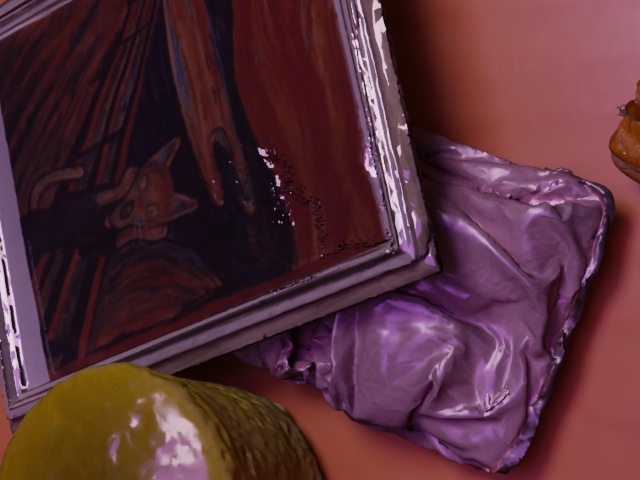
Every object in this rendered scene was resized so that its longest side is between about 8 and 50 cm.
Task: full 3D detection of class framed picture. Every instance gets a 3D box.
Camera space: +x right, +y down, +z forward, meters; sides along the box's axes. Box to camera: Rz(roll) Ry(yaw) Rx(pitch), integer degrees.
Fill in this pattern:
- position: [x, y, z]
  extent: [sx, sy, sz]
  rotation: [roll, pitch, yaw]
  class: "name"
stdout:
- position: [-0.074, -0.047, 0.833]
  extent: [0.273, 0.016, 0.216]
  rotation: [-24, 71, 37]
  class: "framed picture"

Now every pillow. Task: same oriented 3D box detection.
- position: [0.000, 0.000, 0.809]
  extent: [0.248, 0.049, 0.135]
  rotation: [24, 100, 33]
  class: "pillow"

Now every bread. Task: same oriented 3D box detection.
- position: [-0.071, 0.111, 0.796]
  extent: [0.129, 0.114, 0.111]
  rotation: [-15, 76, 28]
  class: "bread"

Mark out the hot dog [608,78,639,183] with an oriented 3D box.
- position: [0.170, -0.026, 0.723]
  extent: [0.133, 0.041, 0.056]
  rotation: [29, 91, 35]
  class: "hot dog"
